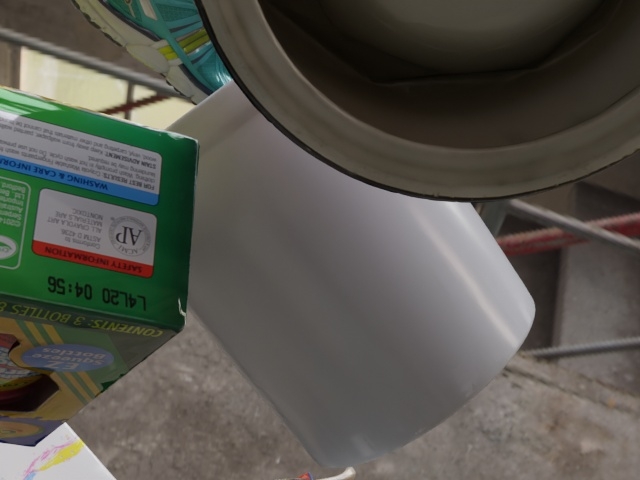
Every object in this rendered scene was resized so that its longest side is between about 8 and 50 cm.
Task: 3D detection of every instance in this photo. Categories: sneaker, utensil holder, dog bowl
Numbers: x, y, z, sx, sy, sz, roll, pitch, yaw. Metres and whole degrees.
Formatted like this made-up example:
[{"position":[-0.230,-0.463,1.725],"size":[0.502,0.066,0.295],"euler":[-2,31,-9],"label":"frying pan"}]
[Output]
[{"position":[-0.125,-0.208,0.983],"size":[0.275,0.110,0.107],"euler":[35,16,-43],"label":"sneaker"},{"position":[0.000,0.000,1.068],"size":[0.385,0.328,0.327],"euler":[53,43,-8],"label":"utensil holder"},{"position":[0.104,-0.238,0.653],"size":[0.408,0.408,0.150],"euler":[5,24,-13],"label":"dog bowl"}]

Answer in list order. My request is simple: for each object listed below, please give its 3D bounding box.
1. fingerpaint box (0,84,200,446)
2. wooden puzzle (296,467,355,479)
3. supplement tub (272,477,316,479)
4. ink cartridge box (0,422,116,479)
[{"position":[-0.369,0.017,0.736],"size":[0.445,0.371,0.163],"euler":[14,61,-27],"label":"fingerpaint box"},{"position":[-0.129,0.470,1.485],"size":[0.348,0.322,0.080],"euler":[-9,40,-23],"label":"wooden puzzle"},{"position":[-0.014,0.407,0.960],"size":[0.194,0.193,0.316],"euler":[18,66,2],"label":"supplement tub"},{"position":[-0.426,0.376,1.445],"size":[0.353,0.119,0.207],"euler":[52,39,-13],"label":"ink cartridge box"}]
